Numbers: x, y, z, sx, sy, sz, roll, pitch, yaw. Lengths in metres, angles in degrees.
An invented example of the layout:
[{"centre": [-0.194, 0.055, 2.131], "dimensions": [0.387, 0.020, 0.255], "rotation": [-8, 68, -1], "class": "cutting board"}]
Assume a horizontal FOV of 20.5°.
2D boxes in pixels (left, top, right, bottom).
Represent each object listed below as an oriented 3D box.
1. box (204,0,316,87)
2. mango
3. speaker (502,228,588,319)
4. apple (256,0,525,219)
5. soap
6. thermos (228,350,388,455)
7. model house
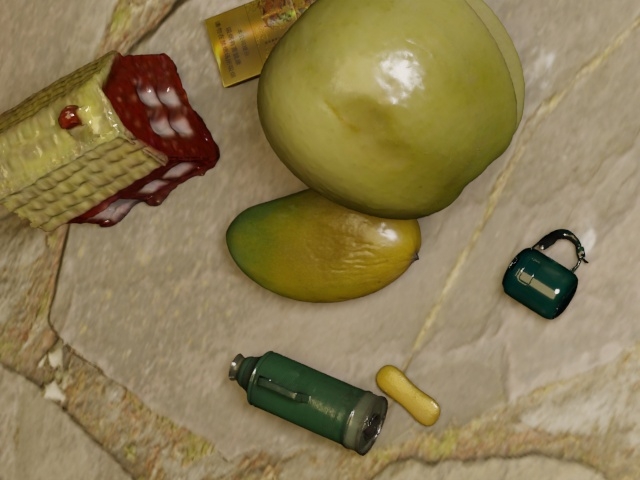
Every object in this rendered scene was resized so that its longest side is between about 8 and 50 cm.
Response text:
[{"centre": [-0.054, -0.242, 2.065], "dimensions": [0.156, 0.022, 0.089], "rotation": [-16, 88, 22], "class": "box"}, {"centre": [0.003, 0.006, 2.028], "dimensions": [0.237, 0.091, 0.137], "rotation": [-17, 82, 28], "class": "mango"}, {"centre": [0.250, 0.033, 1.944], "dimensions": [0.075, 0.060, 0.094], "rotation": [32, 105, 15], "class": "speaker"}, {"centre": [0.080, -0.162, 1.877], "dimensions": [0.254, 0.292, 0.292], "rotation": [45, 109, -2], "class": "apple"}, {"centre": [0.101, 0.178, 2.041], "dimensions": [0.089, 0.012, 0.034], "rotation": [41, 107, 14], "class": "soap"}, {"centre": [-0.022, 0.183, 2.055], "dimensions": [0.187, 0.083, 0.073], "rotation": [21, 124, 21], "class": "thermos"}, {"centre": [-0.270, -0.115, 2.041], "dimensions": [0.196, 0.254, 0.160], "rotation": [-26, 81, 21], "class": "model house"}]
